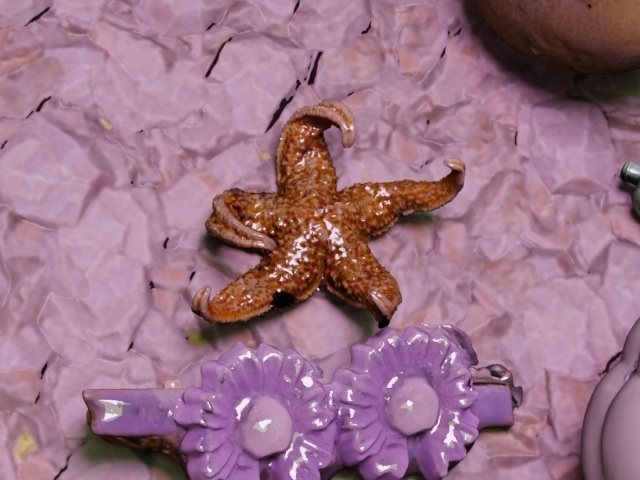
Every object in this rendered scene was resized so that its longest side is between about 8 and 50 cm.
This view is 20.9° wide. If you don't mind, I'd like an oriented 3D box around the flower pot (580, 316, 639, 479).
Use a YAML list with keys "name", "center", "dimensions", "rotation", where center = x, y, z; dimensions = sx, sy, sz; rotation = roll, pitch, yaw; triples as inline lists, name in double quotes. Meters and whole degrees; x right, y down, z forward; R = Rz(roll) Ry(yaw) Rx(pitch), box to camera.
- name: "flower pot"
  center: [0.275, 0.132, 1.022]
  dimensions: [0.246, 0.246, 0.195]
  rotation: [31, 40, 1]

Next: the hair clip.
- name: "hair clip"
  center: [-0.003, 0.109, 1.066]
  dimensions: [0.292, 0.084, 0.106]
  rotation: [-3, 87, -18]

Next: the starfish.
- name: "starfish"
  center: [-0.001, 0.000, 1.098]
  dimensions: [0.146, 0.074, 0.190]
  rotation: [35, 63, 15]

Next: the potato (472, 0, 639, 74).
- name: "potato"
  center: [0.186, -0.207, 1.181]
  dimensions: [0.177, 0.160, 0.235]
  rotation: [-3, 49, -13]

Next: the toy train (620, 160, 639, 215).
- name: "toy train"
  center: [0.286, -0.072, 1.199]
  dimensions: [0.132, 0.083, 0.200]
  rotation: [23, 65, 10]
